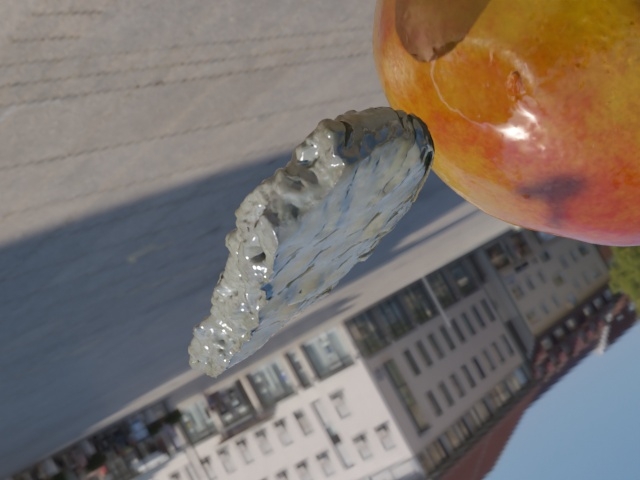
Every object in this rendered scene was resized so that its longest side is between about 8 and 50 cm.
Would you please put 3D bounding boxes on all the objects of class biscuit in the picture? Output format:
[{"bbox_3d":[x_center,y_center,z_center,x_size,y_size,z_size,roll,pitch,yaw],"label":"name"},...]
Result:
[{"bbox_3d":[0.001,0.001,0.551,0.141,0.038,0.290,-32,167,-25],"label":"biscuit"}]

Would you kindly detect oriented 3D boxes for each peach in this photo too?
[{"bbox_3d":[0.196,-0.138,0.778,0.289,0.307,0.289,-19,174,-2],"label":"peach"}]
